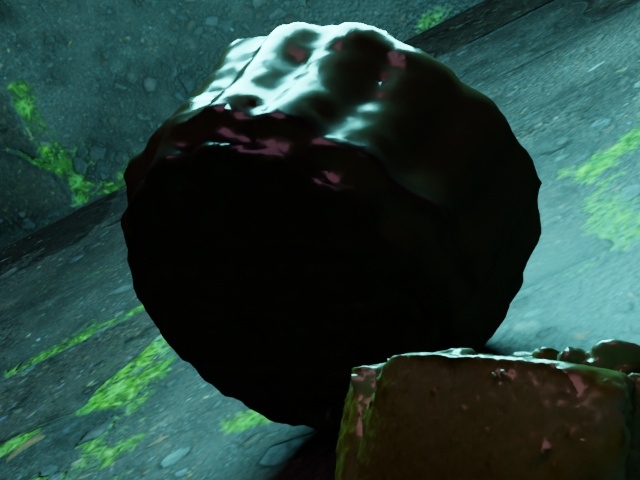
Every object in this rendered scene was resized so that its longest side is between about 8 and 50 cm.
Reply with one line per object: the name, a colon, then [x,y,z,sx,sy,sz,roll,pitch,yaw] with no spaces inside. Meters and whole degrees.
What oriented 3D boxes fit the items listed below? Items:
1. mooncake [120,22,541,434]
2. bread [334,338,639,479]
mooncake: [0.002,0.000,1.124,0.324,0.324,0.187,-14,28,40]
bread: [0.111,0.121,0.725,0.185,0.124,0.257,8,-18,-22]
